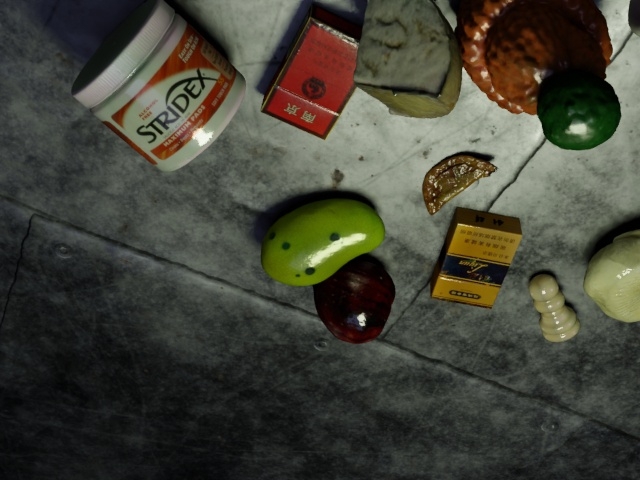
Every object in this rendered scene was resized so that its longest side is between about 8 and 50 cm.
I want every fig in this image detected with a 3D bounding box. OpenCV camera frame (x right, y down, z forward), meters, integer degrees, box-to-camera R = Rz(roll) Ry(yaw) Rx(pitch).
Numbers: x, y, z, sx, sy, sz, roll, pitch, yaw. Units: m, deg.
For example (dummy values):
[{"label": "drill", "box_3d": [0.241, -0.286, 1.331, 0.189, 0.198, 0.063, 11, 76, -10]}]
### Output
[{"label": "fig", "box_3d": [0.049, 0.120, 2.081, 0.249, 0.204, 0.186, 32, 127, -8]}]

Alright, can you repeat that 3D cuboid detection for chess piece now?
[{"label": "chess piece", "box_3d": [0.548, 0.156, 2.137, 0.094, 0.094, 0.170, -21, 121, 21]}]

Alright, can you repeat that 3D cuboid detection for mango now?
[{"label": "mango", "box_3d": [0.000, 0.000, 2.008, 0.293, 0.143, 0.175, -21, 91, 13]}]

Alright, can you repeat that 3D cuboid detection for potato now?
[{"label": "potato", "box_3d": [0.196, -0.339, 1.663, 0.189, 0.211, 0.264, 12, 177, 23]}]

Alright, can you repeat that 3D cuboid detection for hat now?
[{"label": "hat", "box_3d": [0.372, -0.298, 1.573, 0.285, 0.400, 0.285, 5, 133, 5]}]

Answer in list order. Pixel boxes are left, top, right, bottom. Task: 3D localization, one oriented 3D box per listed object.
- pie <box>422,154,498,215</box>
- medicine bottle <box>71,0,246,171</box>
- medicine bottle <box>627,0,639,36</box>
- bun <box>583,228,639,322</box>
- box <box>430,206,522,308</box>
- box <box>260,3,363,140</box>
[{"label": "pie", "box_3d": [0.289, -0.138, 1.949, 0.191, 0.033, 0.088, -35, 104, 30]}, {"label": "medicine bottle", "box_3d": [-0.308, -0.296, 1.723, 0.252, 0.252, 0.241, -34, 119, 28]}, {"label": "medicine bottle", "box_3d": [0.737, -0.393, 1.580, 0.325, 0.212, 0.212, 23, 128, -13]}, {"label": "bun", "box_3d": [0.708, 0.067, 2.006, 0.259, 0.160, 0.259, -7, 140, -6]}, {"label": "box", "box_3d": [0.357, 0.044, 2.073, 0.152, 0.070, 0.237, 11, 128, -4]}, {"label": "box", "box_3d": [-0.003, -0.331, 1.786, 0.153, 0.074, 0.240, 20, 129, -17]}]
